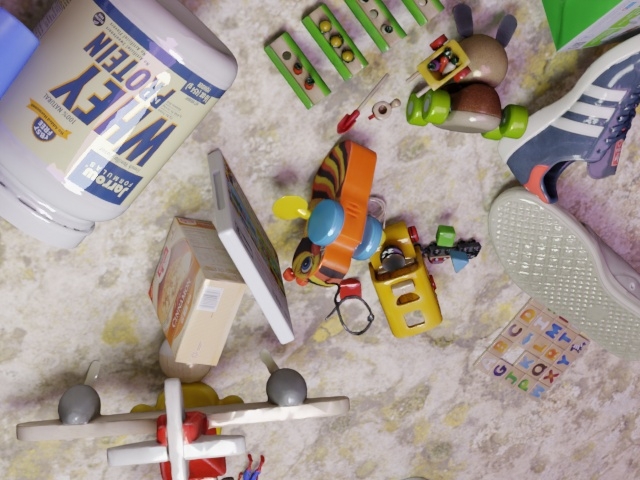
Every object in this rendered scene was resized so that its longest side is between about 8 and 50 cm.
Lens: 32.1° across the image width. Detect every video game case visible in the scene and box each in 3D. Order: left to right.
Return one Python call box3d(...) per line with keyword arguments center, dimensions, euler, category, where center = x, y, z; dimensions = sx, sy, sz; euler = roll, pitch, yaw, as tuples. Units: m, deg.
box3d(center=(-0.103, 0.009, 1.631), dimensions=(0.026, 0.206, 0.227), euler=(-23, 127, 6), category="video game case")

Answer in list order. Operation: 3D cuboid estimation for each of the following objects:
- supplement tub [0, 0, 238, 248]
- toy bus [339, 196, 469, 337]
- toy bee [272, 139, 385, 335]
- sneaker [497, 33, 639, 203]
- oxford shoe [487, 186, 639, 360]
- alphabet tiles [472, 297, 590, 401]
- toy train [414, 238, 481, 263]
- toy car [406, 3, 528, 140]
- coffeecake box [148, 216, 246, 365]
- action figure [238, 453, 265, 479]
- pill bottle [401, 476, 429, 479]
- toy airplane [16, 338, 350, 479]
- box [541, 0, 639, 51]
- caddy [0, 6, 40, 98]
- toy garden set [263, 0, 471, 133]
box3d(center=(-0.288, -0.174, 1.419), dimensions=(0.235, 0.235, 0.325), euler=(34, 102, -35), category="supplement tub")
box3d(center=(0.130, 0.059, 1.801), dimensions=(0.202, 0.104, 0.191), euler=(20, 115, -14), category="toy bus")
box3d(center=(0.000, 0.000, 1.683), dimensions=(0.195, 0.298, 0.162), euler=(42, 142, -22), category="toy bee")
box3d(center=(0.446, -0.186, 1.720), dimensions=(0.350, 0.148, 0.131), euler=(-41, 162, 33), category="sneaker")
box3d(center=(0.454, 0.046, 1.956), dimensions=(0.449, 0.130, 0.169), euler=(39, 135, -25), category="oxford shoe")
box3d(center=(0.425, 0.185, 2.093), dimensions=(0.198, 0.009, 0.237), euler=(31, 105, -34), category="alphabet tiles")
box3d(center=(0.199, 0.022, 1.884), dimensions=(0.158, 0.027, 0.036), euler=(-4, 132, -21), category="toy train")
box3d(center=(0.232, -0.257, 1.683), dimensions=(0.155, 0.149, 0.189), euler=(9, 91, -14), category="toy car")
box3d(center=(-0.186, 0.073, 1.646), dimensions=(0.068, 0.185, 0.142), euler=(10, 115, -27), category="coffeecake box")
box3d(center=(-0.128, 0.429, 1.990), dimensions=(0.038, 0.030, 0.115), euler=(6, 122, -20), category="action figure")
box3d(center=(0.216, 0.583, 2.079), dimensions=(0.162, 0.278, 0.162), euler=(-11, 124, -17), category="pill bottle")
box3d(center=(-0.209, 0.261, 1.693), dimensions=(0.384, 0.273, 0.386), euler=(-24, 152, 39), category="toy airplane")
box3d(center=(0.482, -0.383, 1.602), dimensions=(0.231, 0.262, 0.127), euler=(-12, 82, -16), category="box")
box3d(center=(-0.468, -0.229, 1.255), dimensions=(0.241, 0.341, 0.179), euler=(40, 85, -27), category="caddy")
box3d(center=(0.077, -0.263, 1.578), dimensions=(0.244, 0.049, 0.204), euler=(-37, 96, 1), category="toy garden set")
